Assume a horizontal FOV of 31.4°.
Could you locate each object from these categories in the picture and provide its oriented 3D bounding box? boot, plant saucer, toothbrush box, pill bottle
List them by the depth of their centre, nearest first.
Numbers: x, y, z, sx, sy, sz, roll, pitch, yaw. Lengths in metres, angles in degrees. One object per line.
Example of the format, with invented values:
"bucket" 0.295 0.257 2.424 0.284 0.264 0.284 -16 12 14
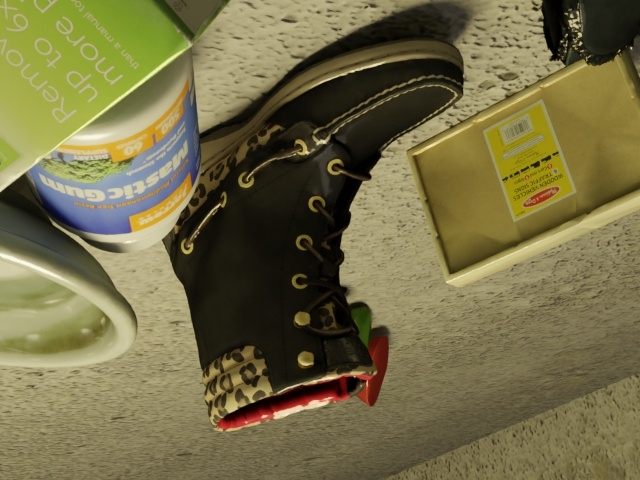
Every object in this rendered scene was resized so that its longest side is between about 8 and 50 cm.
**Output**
"toothbrush box" -0.213 -0.147 0.671 0.283 0.122 0.206 -28 112 34
"pill bottle" -0.175 -0.089 0.936 0.152 0.152 0.272 -12 158 -7
"boot" 0.300 -0.234 0.957 0.207 0.094 0.246 -16 165 -5
"plant saucer" -0.359 0.012 1.049 0.401 0.100 0.400 8 158 3
"boot" 0.000 0.000 1.085 0.377 0.284 0.138 -24 157 26

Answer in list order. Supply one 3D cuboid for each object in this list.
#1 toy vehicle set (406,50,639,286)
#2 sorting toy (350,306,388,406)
"toy vehicle set" 0.229 -0.076 1.210 0.267 0.165 0.035 -26 156 29
"sorting toy" 0.011 0.164 1.809 0.126 0.127 0.365 11 163 19
